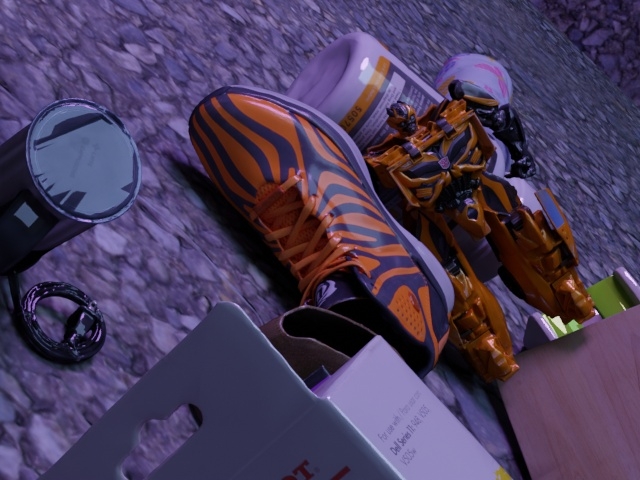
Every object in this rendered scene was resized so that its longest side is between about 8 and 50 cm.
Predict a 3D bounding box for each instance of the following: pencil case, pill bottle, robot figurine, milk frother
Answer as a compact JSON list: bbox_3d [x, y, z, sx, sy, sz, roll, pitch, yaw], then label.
[{"bbox_3d":[0.204,-0.158,1.872,0.124,0.113,0.273,50,21,-17],"label":"pencil case"},{"bbox_3d":[0.094,-0.081,1.490,0.278,0.162,0.162,38,24,-21],"label":"pill bottle"},{"bbox_3d":[0.150,-0.014,1.389,0.291,0.211,0.085,58,-10,-19],"label":"robot figurine"},{"bbox_3d":[-0.170,-0.001,0.932,0.143,0.135,0.129,31,58,-27],"label":"milk frother"}]

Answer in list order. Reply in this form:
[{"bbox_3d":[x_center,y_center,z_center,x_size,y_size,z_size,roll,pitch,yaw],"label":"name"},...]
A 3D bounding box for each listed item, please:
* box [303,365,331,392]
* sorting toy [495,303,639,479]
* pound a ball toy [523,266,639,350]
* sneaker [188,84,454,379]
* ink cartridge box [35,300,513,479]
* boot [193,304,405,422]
[{"bbox_3d":[0.006,0.185,0.968,0.162,0.116,0.029,51,-15,9],"label":"box"},{"bbox_3d":[0.331,0.194,1.368,0.257,0.256,0.089,-105,169,-45],"label":"sorting toy"},{"bbox_3d":[0.394,0.184,1.530,0.319,0.208,0.135,57,-12,25],"label":"pound a ball toy"},{"bbox_3d":[0.000,0.000,1.241,0.321,0.124,0.180,43,22,-8],"label":"sneaker"},{"bbox_3d":[0.022,0.206,0.830,0.353,0.207,0.119,48,24,3],"label":"ink cartridge box"},{"bbox_3d":[0.051,0.154,1.090,0.305,0.115,0.112,34,23,-32],"label":"boot"}]
